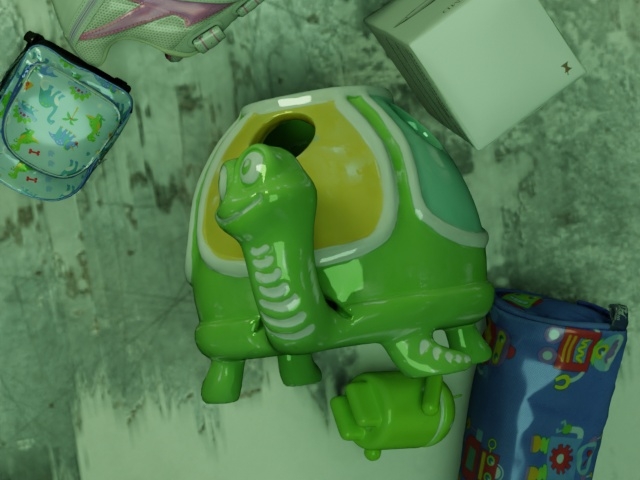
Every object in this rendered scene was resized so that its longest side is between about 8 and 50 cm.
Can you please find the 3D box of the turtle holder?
[{"bbox_3d":[-0.010,0.002,1.450,0.320,0.243,0.227,-5,87,-47],"label":"turtle holder"}]

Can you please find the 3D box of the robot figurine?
[{"bbox_3d":[0.066,0.144,1.597,0.115,0.067,0.101,2,145,-38],"label":"robot figurine"}]

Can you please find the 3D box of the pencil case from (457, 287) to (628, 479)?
[{"bbox_3d":[0.184,0.188,1.613,0.133,0.119,0.306,1,103,-32],"label":"pencil case"}]

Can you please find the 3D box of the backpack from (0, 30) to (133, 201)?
[{"bbox_3d":[-0.216,-0.090,1.495,0.105,0.084,0.114,30,99,-13],"label":"backpack"}]

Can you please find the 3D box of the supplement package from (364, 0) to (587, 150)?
[{"bbox_3d":[0.119,-0.155,1.488,0.105,0.179,0.105,-36,106,-1],"label":"supplement package"}]

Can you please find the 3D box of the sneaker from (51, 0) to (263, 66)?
[{"bbox_3d":[-0.098,-0.203,1.488,0.252,0.103,0.111,-10,109,-1],"label":"sneaker"}]
